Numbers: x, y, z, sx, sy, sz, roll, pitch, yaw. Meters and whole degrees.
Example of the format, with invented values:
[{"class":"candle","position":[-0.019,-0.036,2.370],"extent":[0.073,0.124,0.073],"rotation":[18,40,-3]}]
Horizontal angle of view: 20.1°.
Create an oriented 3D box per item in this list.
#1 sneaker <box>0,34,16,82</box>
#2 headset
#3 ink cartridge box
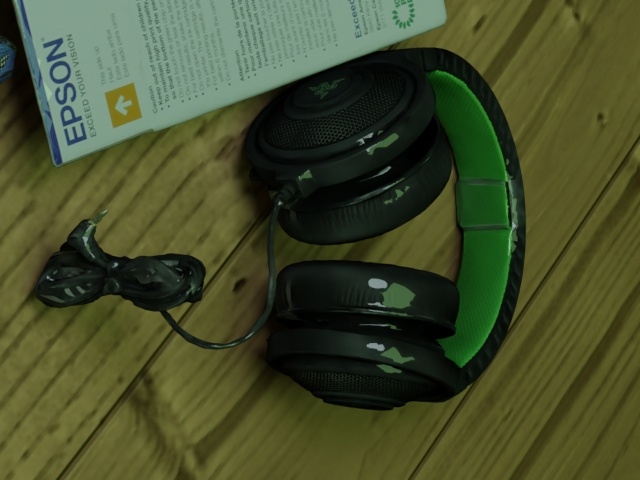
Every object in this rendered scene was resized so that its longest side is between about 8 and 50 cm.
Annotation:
[{"class":"sneaker","position":[-0.261,-0.056,0.994],"extent":[0.221,0.083,0.087],"rotation":[-33,129,-28]},{"class":"headset","position":[0.000,0.000,1.211],"extent":[0.394,0.185,0.243],"rotation":[-15,101,-55]},{"class":"ink cartridge box","position":[-0.083,-0.248,1.123],"extent":[0.330,0.071,0.324],"rotation":[-23,110,-34]}]
